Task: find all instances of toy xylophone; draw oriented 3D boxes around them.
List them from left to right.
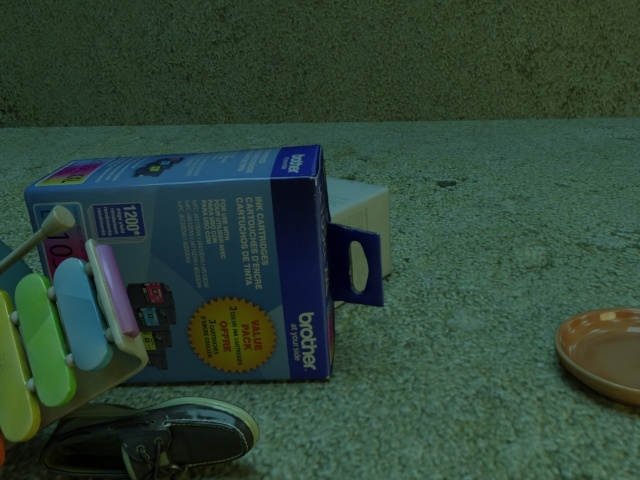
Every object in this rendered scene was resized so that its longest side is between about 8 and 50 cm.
[{"bbox_3d":[-0.318,0.104,0.678,0.323,0.236,0.081,-39,-24,10],"label":"toy xylophone"}]

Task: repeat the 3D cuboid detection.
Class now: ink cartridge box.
[{"bbox_3d":[-0.123,0.029,0.830,0.395,0.270,0.151,-3,23,3],"label":"ink cartridge box"}]

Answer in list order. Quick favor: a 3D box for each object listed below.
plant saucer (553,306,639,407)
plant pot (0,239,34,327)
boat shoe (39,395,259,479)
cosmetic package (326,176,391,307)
[{"bbox_3d":[0.378,0.138,0.776,0.200,0.037,0.200,-3,20,1],"label":"plant saucer"},{"bbox_3d":[-0.506,0.081,0.874,0.290,0.195,0.290,-3,22,1],"label":"plant pot"},{"bbox_3d":[-0.172,0.206,0.658,0.223,0.080,0.073,-4,26,15],"label":"boat shoe"},{"bbox_3d":[0.000,0.000,1.045,0.151,0.151,0.184,15,29,39],"label":"cosmetic package"}]
